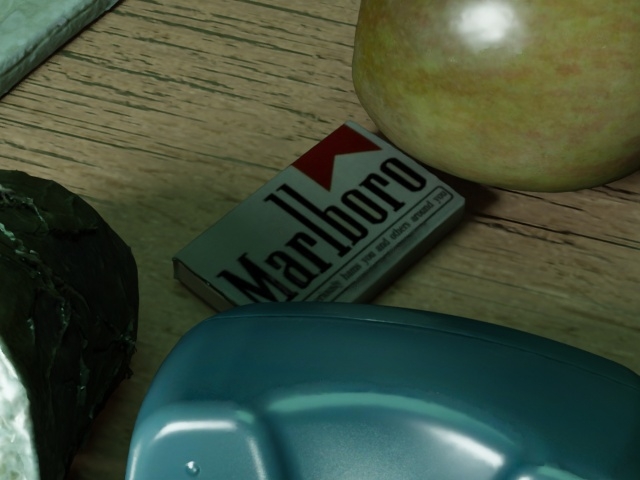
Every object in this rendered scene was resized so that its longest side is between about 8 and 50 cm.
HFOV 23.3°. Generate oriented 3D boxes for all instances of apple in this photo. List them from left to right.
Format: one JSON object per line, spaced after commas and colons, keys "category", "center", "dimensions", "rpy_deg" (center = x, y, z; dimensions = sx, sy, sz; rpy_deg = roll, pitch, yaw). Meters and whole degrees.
{"category": "apple", "center": [0.139, -0.161, 1.065], "dimensions": [0.234, 0.257, 0.257], "rpy_deg": [5, 51, 1]}

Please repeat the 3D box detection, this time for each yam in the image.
{"category": "yam", "center": [-0.208, 0.065, 0.878], "dimensions": [0.202, 0.201, 0.271], "rpy_deg": [12, 10, 5]}

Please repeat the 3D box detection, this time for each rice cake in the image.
{"category": "rice cake", "center": [-0.253, -0.175, 1.210], "dimensions": [0.124, 0.038, 0.211], "rpy_deg": [35, 58, 24]}

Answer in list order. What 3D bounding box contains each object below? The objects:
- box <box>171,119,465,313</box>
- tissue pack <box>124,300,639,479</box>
{"category": "box", "center": [0.000, 0.000, 1.071], "dimensions": [0.115, 0.036, 0.177], "rpy_deg": [37, 60, 26]}
{"category": "tissue pack", "center": [0.046, 0.139, 0.846], "dimensions": [0.287, 0.198, 0.206], "rpy_deg": [7, 19, 10]}
